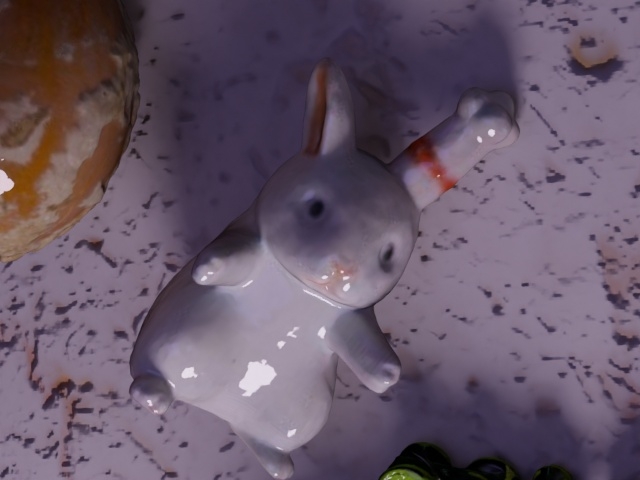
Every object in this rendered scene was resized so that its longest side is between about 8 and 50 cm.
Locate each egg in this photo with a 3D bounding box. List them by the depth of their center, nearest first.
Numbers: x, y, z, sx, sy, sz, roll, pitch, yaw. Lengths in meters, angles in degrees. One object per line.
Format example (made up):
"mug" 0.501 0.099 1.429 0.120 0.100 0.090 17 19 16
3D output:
"egg" -0.214 -0.104 1.074 0.195 0.195 0.233 8 104 26

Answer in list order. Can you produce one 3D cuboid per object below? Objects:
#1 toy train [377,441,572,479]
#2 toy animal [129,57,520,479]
"toy train" 0.151 0.179 1.003 0.250 0.053 0.085 7 108 26
"toy animal" -0.005 0.013 1.006 0.140 0.138 0.282 31 120 -18
